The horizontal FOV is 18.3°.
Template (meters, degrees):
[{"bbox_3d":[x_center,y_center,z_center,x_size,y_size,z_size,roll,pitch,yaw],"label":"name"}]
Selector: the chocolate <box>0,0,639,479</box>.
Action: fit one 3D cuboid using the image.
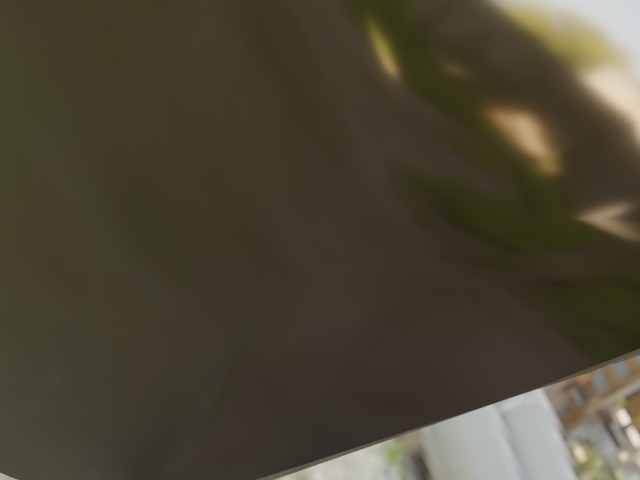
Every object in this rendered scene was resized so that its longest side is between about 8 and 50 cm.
[{"bbox_3d":[-0.035,-0.127,0.615,0.297,0.326,0.314,-81,149,-67],"label":"chocolate"}]
